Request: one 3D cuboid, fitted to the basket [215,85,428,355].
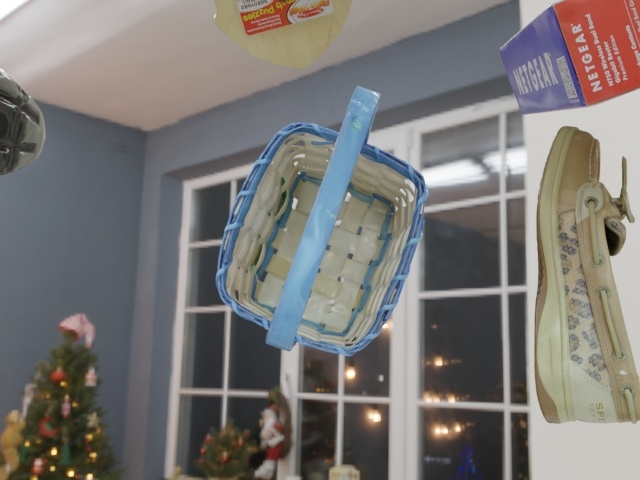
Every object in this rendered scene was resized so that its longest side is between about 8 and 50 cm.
[{"bbox_3d":[0.000,0.000,0.820,0.201,0.255,0.289,22,-12,-1],"label":"basket"}]

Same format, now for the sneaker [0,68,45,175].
[{"bbox_3d":[-0.346,-0.107,0.577,0.267,0.101,0.106,11,-6,-31],"label":"sneaker"}]

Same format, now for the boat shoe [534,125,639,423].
[{"bbox_3d":[0.249,0.026,0.709,0.089,0.285,0.104,-3,-21,26],"label":"boat shoe"}]

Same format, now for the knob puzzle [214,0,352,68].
[{"bbox_3d":[-0.048,-0.317,1.021,0.213,0.030,0.213,-5,-51,-6],"label":"knob puzzle"}]

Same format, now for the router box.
[{"bbox_3d":[0.334,-0.206,0.694,0.301,0.082,0.335,-20,5,10],"label":"router box"}]
